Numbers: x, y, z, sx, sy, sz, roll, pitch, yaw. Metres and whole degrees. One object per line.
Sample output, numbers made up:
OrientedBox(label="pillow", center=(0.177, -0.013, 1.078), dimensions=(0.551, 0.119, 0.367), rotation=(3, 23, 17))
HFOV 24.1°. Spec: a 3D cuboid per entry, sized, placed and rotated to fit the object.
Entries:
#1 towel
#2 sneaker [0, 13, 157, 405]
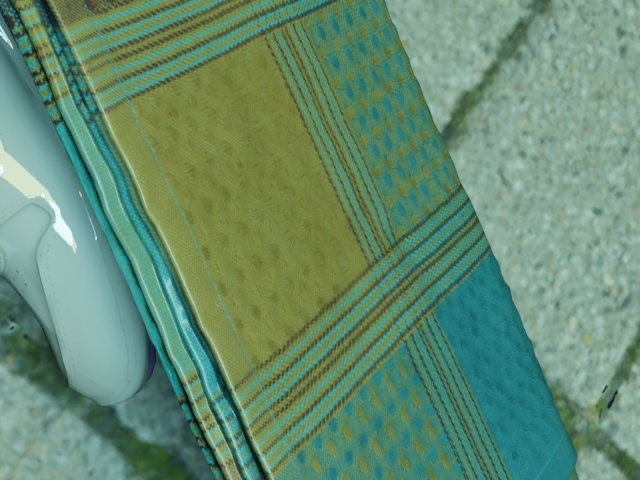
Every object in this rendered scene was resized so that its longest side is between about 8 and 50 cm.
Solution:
OrientedBox(label="towel", center=(0.000, 0.000, 0.676), dimensions=(0.271, 0.040, 0.370), rotation=(-34, 101, -58))
OrientedBox(label="sneaker", center=(-0.170, -0.059, 0.636), dimensions=(0.152, 0.114, 0.305), rotation=(-26, 98, -8))
